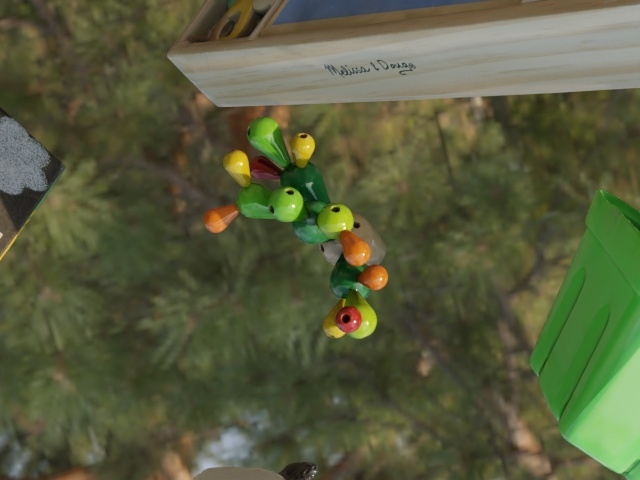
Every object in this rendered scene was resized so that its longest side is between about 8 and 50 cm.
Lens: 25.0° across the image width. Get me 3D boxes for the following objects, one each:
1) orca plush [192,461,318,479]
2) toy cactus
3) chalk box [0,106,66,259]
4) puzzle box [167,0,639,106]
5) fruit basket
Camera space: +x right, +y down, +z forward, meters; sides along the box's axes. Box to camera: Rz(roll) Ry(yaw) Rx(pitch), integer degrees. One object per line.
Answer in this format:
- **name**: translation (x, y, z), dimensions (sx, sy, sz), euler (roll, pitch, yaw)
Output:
- **orca plush**: translation (-0.031, 0.306, 1.477), dimensions (0.287, 0.102, 0.151), euler (-4, -157, 40)
- **toy cactus**: translation (0.000, 0.000, 1.221), dimensions (0.112, 0.219, 0.180), euler (-44, 153, 11)
- **chalk box**: translation (-0.419, -0.008, 1.417), dimensions (0.179, 0.180, 0.289), euler (-33, -160, 40)
- **puzzle box**: translation (0.104, -0.193, 0.757), dimensions (0.409, 0.052, 0.272), euler (5, -124, 55)
- **fruit basket**: translation (0.401, 0.060, 1.191), dimensions (0.392, 0.392, 0.283), euler (-14, -163, 3)
